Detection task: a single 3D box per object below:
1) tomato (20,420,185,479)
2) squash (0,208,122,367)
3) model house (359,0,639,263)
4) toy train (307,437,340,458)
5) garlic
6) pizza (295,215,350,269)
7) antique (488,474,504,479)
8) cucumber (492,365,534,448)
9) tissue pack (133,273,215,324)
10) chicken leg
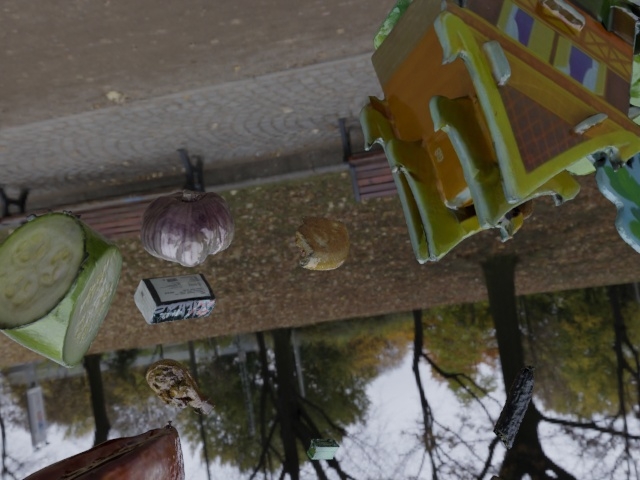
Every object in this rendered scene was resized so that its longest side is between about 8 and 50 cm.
[{"bbox_3d":[-0.215,0.268,0.419,0.308,0.170,0.309,-23,174,-3],"label":"tomato"},{"bbox_3d":[-0.337,0.092,0.877,0.189,0.190,0.261,-9,148,16],"label":"squash"},{"bbox_3d":[0.204,-0.084,0.589,0.357,0.313,0.242,29,151,-13],"label":"model house"},{"bbox_3d":[0.008,0.605,1.745,0.093,0.057,0.038,13,-164,-34],"label":"toy train"},{"bbox_3d":[-0.203,-0.028,0.923,0.147,0.102,0.159,1,-159,10],"label":"garlic"},{"bbox_3d":[0.004,0.004,1.354,0.134,0.056,0.271,32,-156,-4],"label":"pizza"},{"bbox_3d":[0.267,0.563,1.025,0.087,0.093,0.310,26,-131,18],"label":"antique"},{"bbox_3d":[0.421,0.354,1.296,0.053,0.182,0.053,24,172,4],"label":"cucumber"},{"bbox_3d":[-0.352,0.141,1.470,0.170,0.103,0.091,-4,134,-41],"label":"tissue pack"},{"bbox_3d":[-0.328,0.362,1.447,0.085,0.207,0.101,-44,-147,-6],"label":"chicken leg"}]
